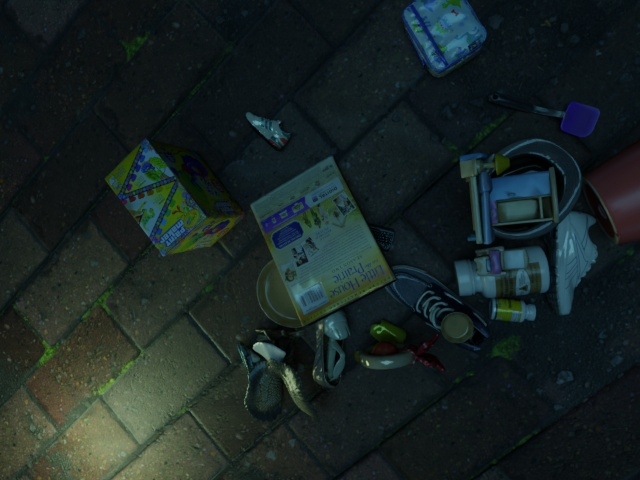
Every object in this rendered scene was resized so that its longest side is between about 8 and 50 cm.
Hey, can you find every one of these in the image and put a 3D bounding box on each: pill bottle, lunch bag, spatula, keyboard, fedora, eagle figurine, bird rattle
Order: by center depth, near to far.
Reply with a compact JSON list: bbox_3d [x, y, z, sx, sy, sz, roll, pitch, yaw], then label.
[{"bbox_3d":[0.545,-0.135,1.165,0.243,0.124,0.276,37,110,9],"label":"fedora"},{"bbox_3d":[0.608,-0.358,1.180,0.296,0.030,0.084,18,101,10],"label":"spatula"},{"bbox_3d":[0.497,0.092,1.192,0.229,0.131,0.131,-8,93,13],"label":"pill bottle"},{"bbox_3d":[0.339,-0.583,1.192,0.176,0.090,0.219,-28,87,16],"label":"lunch bag"},{"bbox_3d":[0.215,0.330,1.219,0.206,0.253,0.143,-10,100,-26],"label":"bird rattle"},{"bbox_3d":[0.547,0.199,1.225,0.116,0.065,0.065,5,96,11],"label":"pill bottle"},{"bbox_3d":[0.125,-0.006,1.314,0.191,0.038,0.100,13,98,12],"label":"keyboard"},{"bbox_3d":[-0.109,0.423,1.315,0.225,0.226,0.299,5,78,-19],"label":"eagle figurine"}]

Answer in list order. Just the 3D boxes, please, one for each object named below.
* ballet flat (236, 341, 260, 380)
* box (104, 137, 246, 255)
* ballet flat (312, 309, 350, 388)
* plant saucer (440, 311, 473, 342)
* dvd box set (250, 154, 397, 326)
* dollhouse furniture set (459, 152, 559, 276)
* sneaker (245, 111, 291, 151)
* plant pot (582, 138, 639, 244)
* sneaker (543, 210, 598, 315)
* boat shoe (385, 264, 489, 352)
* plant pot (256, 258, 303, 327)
[{"bbox_3d":[-0.222,0.418,1.422,0.070,0.070,0.189,-16,93,13],"label":"ballet flat"},{"bbox_3d":[-0.419,-0.126,1.294,0.177,0.290,0.279,-39,87,12],"label":"box"},{"bbox_3d":[0.042,0.307,1.318,0.106,0.107,0.316,20,111,55],"label":"ballet flat"},{"bbox_3d":[0.359,0.228,1.131,0.083,0.015,0.084,1,96,7],"label":"plant saucer"},{"bbox_3d":[0.000,0.000,1.280,0.307,0.062,0.421,-30,74,13],"label":"dvd box set"},{"bbox_3d":[0.440,-0.051,0.972,0.198,0.303,0.287,-6,90,24],"label":"dollhouse furniture set"},{"bbox_3d":[-0.162,-0.356,1.345,0.161,0.057,0.075,44,85,7],"label":"sneaker"},{"bbox_3d":[0.810,-0.123,1.052,0.243,0.275,0.275,-26,89,22],"label":"plant pot"},{"bbox_3d":[0.682,0.060,1.165,0.129,0.111,0.298,2,96,6],"label":"sneaker"},{"bbox_3d":[0.329,0.185,1.223,0.340,0.158,0.127,29,100,8],"label":"boat shoe"},{"bbox_3d":[-0.089,0.161,1.379,0.236,0.032,0.237,1,94,12],"label":"plant pot"}]
